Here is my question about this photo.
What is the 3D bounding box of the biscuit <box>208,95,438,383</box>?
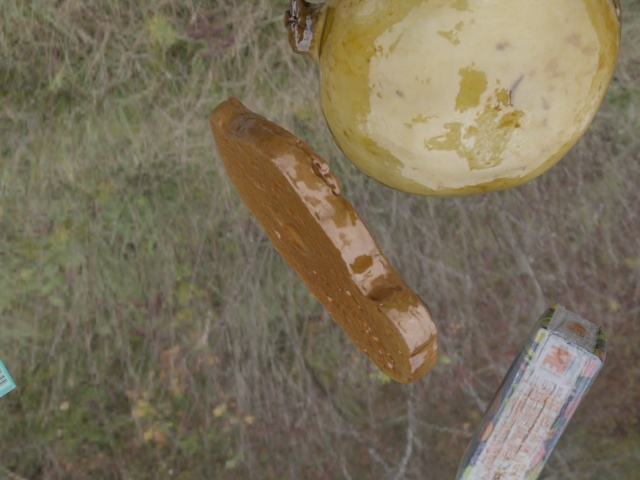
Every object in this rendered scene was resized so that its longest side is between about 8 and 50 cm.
[{"bbox_3d":[0.001,0.000,1.413,0.078,0.350,0.455,-37,91,-16],"label":"biscuit"}]

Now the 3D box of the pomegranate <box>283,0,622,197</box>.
[{"bbox_3d":[0.134,-0.176,0.949,0.307,0.307,0.307,-7,133,-8],"label":"pomegranate"}]

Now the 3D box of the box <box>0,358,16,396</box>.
[{"bbox_3d":[-0.540,0.116,1.539,0.042,0.161,0.226,-35,116,-26],"label":"box"}]

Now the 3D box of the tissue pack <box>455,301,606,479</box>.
[{"bbox_3d":[0.165,0.129,0.813,0.060,0.108,0.148,27,105,11],"label":"tissue pack"}]
